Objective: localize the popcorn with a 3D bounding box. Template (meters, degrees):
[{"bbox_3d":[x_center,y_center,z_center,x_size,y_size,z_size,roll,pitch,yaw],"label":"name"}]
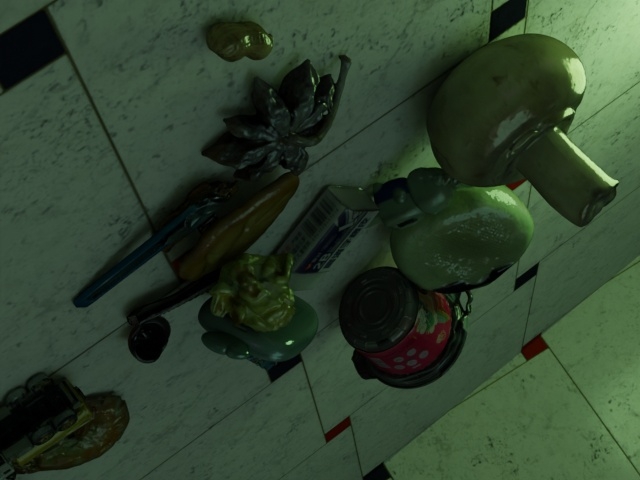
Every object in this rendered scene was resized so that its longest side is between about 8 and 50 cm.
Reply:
[{"bbox_3d":[-0.106,0.086,1.842,0.162,0.141,0.135,-45,-163,-30],"label":"popcorn"}]

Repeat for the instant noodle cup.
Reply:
[{"bbox_3d":[0.153,0.164,2.362,0.302,0.258,0.181,-45,142,8],"label":"instant noodle cup"}]

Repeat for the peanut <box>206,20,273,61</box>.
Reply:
[{"bbox_3d":[-0.101,-0.254,1.460,0.113,0.054,0.054,-9,141,-50],"label":"peanut"}]

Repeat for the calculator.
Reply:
[{"bbox_3d":[-0.105,0.138,1.949,0.299,0.185,0.041,-28,142,-65],"label":"calculator"}]

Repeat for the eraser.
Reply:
[{"bbox_3d":[0.000,0.000,2.032,0.210,0.068,0.124,-51,157,23],"label":"eraser"}]

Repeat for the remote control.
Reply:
[{"bbox_3d":[-0.223,0.087,1.879,0.212,0.028,0.059,-27,-168,-28],"label":"remote control"}]

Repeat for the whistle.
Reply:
[{"bbox_3d":[0.150,-0.073,2.073,0.244,0.092,0.110,-23,165,23],"label":"whistle"}]

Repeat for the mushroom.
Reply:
[{"bbox_3d":[0.361,-0.179,1.933,0.314,0.336,0.314,-41,163,-15],"label":"mushroom"}]

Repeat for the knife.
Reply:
[{"bbox_3d":[-0.252,0.016,1.691,0.296,0.026,0.044,-37,158,14],"label":"knife"}]

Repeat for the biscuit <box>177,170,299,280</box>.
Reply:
[{"bbox_3d":[-0.124,-0.019,1.799,0.260,0.041,0.203,-43,166,25],"label":"biscuit"}]

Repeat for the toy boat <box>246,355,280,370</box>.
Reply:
[{"bbox_3d":[-0.126,0.172,2.117,0.098,0.109,0.238,-60,160,-6],"label":"toy boat"}]

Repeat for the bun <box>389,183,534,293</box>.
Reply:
[{"bbox_3d":[0.266,-0.032,2.252,0.283,0.179,0.283,-7,134,-8],"label":"bun"}]

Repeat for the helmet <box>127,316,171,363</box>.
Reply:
[{"bbox_3d":[-0.290,0.160,1.903,0.065,0.049,0.084,31,81,-30],"label":"helmet"}]

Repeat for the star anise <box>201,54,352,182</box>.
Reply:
[{"bbox_3d":[-0.047,-0.172,1.650,0.262,0.081,0.230,-34,145,-9],"label":"star anise"}]

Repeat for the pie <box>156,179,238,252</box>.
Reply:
[{"bbox_3d":[-0.195,-0.040,1.715,0.170,0.034,0.092,-40,159,14],"label":"pie"}]

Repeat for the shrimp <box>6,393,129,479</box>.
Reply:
[{"bbox_3d":[-0.453,0.345,1.980,0.294,0.062,0.154,-16,135,-48],"label":"shrimp"}]

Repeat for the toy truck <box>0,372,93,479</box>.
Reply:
[{"bbox_3d":[-0.476,0.308,1.823,0.227,0.098,0.114,-35,162,-17],"label":"toy truck"}]
